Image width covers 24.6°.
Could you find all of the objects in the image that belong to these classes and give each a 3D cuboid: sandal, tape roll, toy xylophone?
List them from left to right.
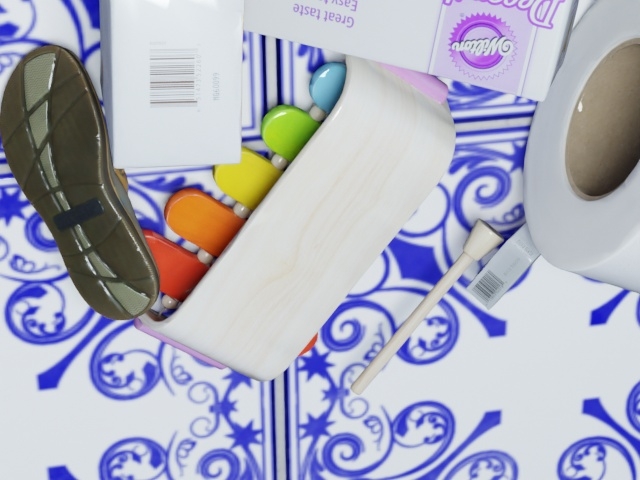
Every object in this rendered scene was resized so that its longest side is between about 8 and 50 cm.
[{"bbox_3d":[-0.179,-0.045,1.144,0.090,0.060,0.219,-21,102,20],"label":"sandal"},{"bbox_3d":[0.000,0.000,1.203,0.322,0.081,0.236,-44,124,10],"label":"toy xylophone"},{"bbox_3d":[0.292,-0.071,1.144,0.169,0.246,0.246,18,111,-21],"label":"tape roll"}]

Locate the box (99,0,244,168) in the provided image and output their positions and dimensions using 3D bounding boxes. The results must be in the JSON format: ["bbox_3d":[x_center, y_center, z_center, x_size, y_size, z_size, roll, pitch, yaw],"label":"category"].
[{"bbox_3d":[-0.110,-0.144,1.053,0.091,0.170,0.130,-3,117,-10],"label":"box"}]

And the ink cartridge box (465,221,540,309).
[{"bbox_3d":[0.169,0.010,1.242,0.029,0.115,0.063,42,123,6],"label":"ink cartridge box"}]

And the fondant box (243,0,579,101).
[{"bbox_3d":[0.085,-0.287,1.018,0.238,0.096,0.330,15,117,9],"label":"fondant box"}]
